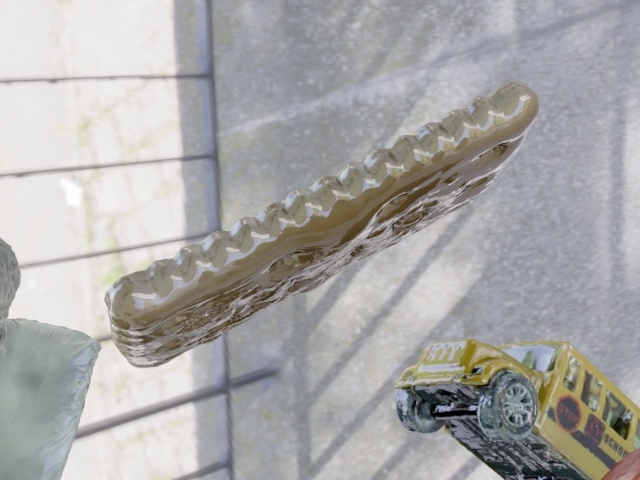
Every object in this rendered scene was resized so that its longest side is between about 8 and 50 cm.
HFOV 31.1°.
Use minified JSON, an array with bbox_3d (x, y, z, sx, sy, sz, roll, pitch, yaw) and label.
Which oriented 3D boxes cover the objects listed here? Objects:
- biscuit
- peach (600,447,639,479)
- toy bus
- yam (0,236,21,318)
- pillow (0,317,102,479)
[{"bbox_3d":[0.000,0.000,0.824,0.044,0.324,0.217,61,168,9],"label":"biscuit"},{"bbox_3d":[0.235,0.206,0.592,0.238,0.281,0.281,40,129,-10],"label":"peach"},{"bbox_3d":[0.216,0.182,0.987,0.335,0.123,0.121,41,151,-25],"label":"toy bus"},{"bbox_3d":[-0.490,0.051,1.496,0.161,0.268,0.161,0,85,1],"label":"yam"},{"bbox_3d":[-0.347,0.206,1.356,0.128,0.051,0.229,17,91,7],"label":"pillow"}]
